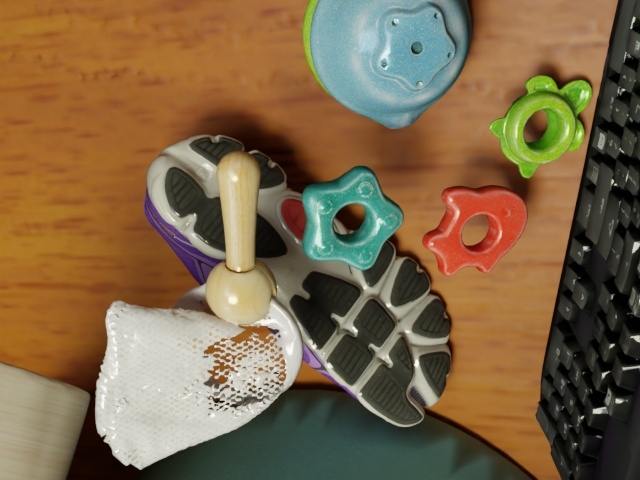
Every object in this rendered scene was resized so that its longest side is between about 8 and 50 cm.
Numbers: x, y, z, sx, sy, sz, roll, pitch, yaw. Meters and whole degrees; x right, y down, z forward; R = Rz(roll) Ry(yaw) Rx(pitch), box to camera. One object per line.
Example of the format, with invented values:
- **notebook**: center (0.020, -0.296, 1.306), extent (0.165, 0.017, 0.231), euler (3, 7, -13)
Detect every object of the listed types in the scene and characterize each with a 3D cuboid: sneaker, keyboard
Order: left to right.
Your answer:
- **sneaker**: center (-0.010, 0.018, 0.527), extent (0.170, 0.068, 0.071), euler (43, 155, -3)
- **keyboard**: center (0.124, -0.023, 0.362), extent (0.033, 0.201, 0.317), euler (0, 117, -11)

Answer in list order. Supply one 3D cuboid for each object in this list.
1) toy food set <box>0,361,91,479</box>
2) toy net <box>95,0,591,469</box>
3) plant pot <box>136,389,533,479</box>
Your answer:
- **toy food set**: center (-0.189, 0.168, 0.510), extent (0.092, 0.219, 0.306), euler (18, 165, -13)
- **toy net**: center (0.000, 0.000, 0.462), extent (0.122, 0.045, 0.232), euler (36, 96, -24)
- **plant pot**: center (-0.019, 0.253, 0.513), extent (0.293, 0.235, 0.292), euler (9, 115, 19)
